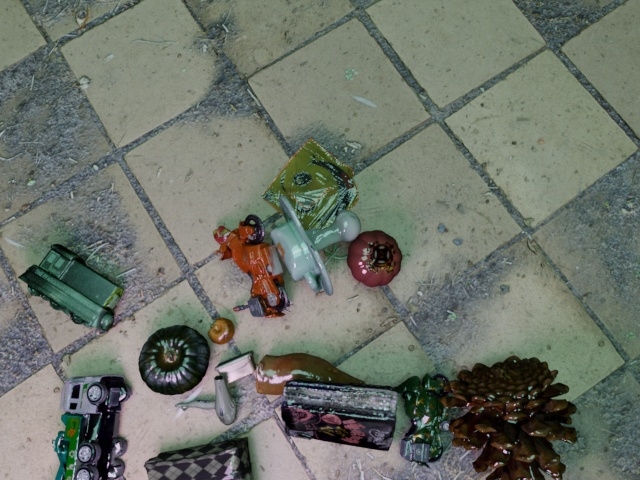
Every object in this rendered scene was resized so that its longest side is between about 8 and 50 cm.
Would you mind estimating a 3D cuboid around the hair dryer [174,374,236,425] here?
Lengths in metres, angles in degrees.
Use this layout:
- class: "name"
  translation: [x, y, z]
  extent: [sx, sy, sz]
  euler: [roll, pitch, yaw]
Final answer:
- class: "hair dryer"
  translation: [-0.345, 0.465, 1.724]
  extent: [0.199, 0.067, 0.167]
  euler: [13, 115, 10]

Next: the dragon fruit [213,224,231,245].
- class: "dragon fruit"
  translation: [-0.314, -0.010, 1.865]
  extent: [0.083, 0.060, 0.056]
  euler: [42, 78, 8]

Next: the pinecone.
- class: "pinecone"
  translation: [0.532, 0.528, 1.597]
  extent: [0.383, 0.384, 0.385]
  euler: [0, 77, 1]

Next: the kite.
- class: "kite"
  translation: [-0.038, -0.170, 1.921]
  extent: [0.327, 0.013, 0.378]
  euler: [-9, 77, 0]

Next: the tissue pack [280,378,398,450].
- class: "tissue pack"
  translation: [0.054, 0.502, 1.646]
  extent: [0.332, 0.245, 0.123]
  euler: [6, 51, 5]

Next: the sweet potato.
- class: "sweet potato"
  translation: [-0.030, 0.406, 1.726]
  extent: [0.336, 0.131, 0.131]
  euler: [2, 77, 2]

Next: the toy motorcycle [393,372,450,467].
- class: "toy motorcycle"
  translation: [0.288, 0.523, 1.693]
  extent: [0.186, 0.125, 0.275]
  euler: [9, 77, -6]

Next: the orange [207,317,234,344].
- class: "orange"
  translation: [-0.307, 0.285, 1.793]
  extent: [0.086, 0.062, 0.086]
  euler: [-6, 70, 16]

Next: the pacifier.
- class: "pacifier"
  translation: [0.000, 0.000, 1.743]
  extent: [0.269, 0.288, 0.344]
  euler: [-23, 69, -9]

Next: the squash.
- class: "squash"
  translation: [-0.439, 0.358, 1.722]
  extent: [0.218, 0.173, 0.218]
  euler: [-8, 46, 9]

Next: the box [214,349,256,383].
- class: "box"
  translation: [-0.256, 0.390, 1.755]
  extent: [0.122, 0.089, 0.062]
  euler: [-22, 87, -3]

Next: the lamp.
- class: "lamp"
  translation: [0.167, 0.057, 1.804]
  extent: [0.181, 0.140, 0.182]
  euler: [2, 83, -16]

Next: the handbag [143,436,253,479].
- class: "handbag"
  translation: [-0.333, 0.801, 1.619]
  extent: [0.316, 0.180, 0.417]
  euler: [-12, 80, 3]

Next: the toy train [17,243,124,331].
- class: "toy train"
  translation: [-0.771, 0.149, 1.802]
  extent: [0.330, 0.138, 0.178]
  euler: [30, 75, 7]

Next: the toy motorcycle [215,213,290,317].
- class: "toy motorcycle"
  translation: [-0.208, 0.090, 1.783]
  extent: [0.147, 0.221, 0.326]
  euler: [-19, 91, -45]

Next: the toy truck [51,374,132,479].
- class: "toy truck"
  translation: [-0.683, 0.575, 1.681]
  extent: [0.177, 0.176, 0.364]
  euler: [2, 78, 15]
